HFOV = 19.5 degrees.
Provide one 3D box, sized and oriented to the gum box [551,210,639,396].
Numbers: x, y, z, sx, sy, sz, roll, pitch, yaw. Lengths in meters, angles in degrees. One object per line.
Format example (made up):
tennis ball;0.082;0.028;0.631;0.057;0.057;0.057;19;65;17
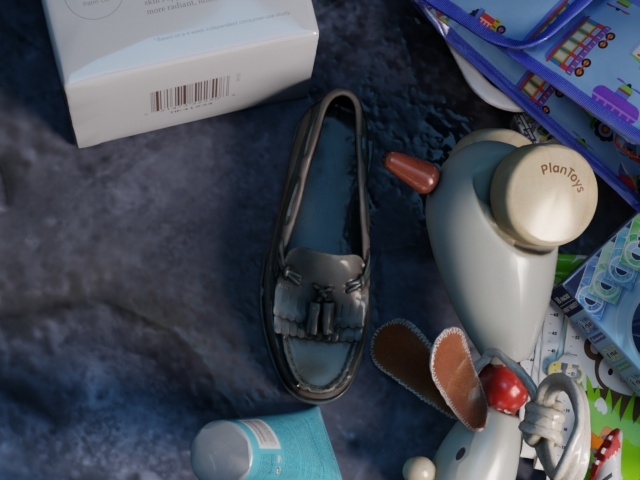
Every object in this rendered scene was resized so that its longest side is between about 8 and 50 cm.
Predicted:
gum box;0.311;0.061;1.578;0.157;0.041;0.184;-41;87;-20

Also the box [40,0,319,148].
box;-0.148;-0.283;1.591;0.215;0.168;0.345;-12;77;-7

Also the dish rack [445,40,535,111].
dish rack;0.233;-0.277;1.666;0.332;0.072;0.286;-24;79;-10

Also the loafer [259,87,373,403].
loafer;0.000;0.000;1.568;0.096;0.084;0.268;4;75;-3

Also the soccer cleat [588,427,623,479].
soccer cleat;0.239;0.197;1.543;0.035;0.029;0.083;23;78;-9

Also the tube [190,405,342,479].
tube;-0.031;0.167;1.471;0.052;0.207;0.080;-17;78;22

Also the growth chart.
growth chart;0.243;0.121;1.588;0.172;0.021;0.237;-1;76;-5

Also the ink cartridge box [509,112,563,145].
ink cartridge box;0.231;-0.101;1.640;0.115;0.029;0.063;-23;78;-9

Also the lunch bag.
lunch bag;0.234;-0.207;1.565;0.293;0.138;0.221;40;78;19

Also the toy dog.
toy dog;0.108;0.052;1.504;0.161;0.220;0.334;9;71;-15
